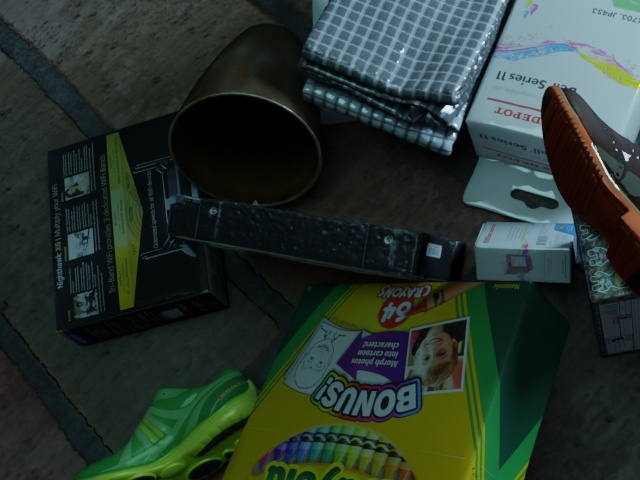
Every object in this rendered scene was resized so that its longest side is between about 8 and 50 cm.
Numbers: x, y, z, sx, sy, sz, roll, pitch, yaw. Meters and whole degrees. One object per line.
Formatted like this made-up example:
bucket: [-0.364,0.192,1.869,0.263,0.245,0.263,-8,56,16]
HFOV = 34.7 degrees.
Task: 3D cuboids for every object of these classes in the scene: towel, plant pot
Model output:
towel: [0.121,-0.283,1.396,0.235,0.121,0.283,23,61,6]
plant pot: [-0.091,-0.204,1.491,0.215,0.215,0.230,-6,46,16]

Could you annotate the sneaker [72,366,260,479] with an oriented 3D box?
sneaker: [-0.205,0.275,1.395,0.296,0.109,0.123,-29,41,6]

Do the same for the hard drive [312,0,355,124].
hard drive: [0.103,-0.358,1.565,0.233,0.047,0.353,-8,67,15]

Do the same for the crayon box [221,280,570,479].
crayon box: [0.077,0.205,1.207,0.363,0.106,0.313,-4,53,46]

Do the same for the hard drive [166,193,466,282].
hard drive: [0.000,0.000,1.348,0.339,0.237,0.064,10,90,20]

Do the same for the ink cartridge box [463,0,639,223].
ink cartridge box: [0.332,-0.200,1.384,0.207,0.119,0.353,18,76,22]

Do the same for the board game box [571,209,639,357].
board game box: [0.455,0.019,1.194,0.291,0.232,0.141,-11,65,13]

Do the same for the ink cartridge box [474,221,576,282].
ink cartridge box: [0.268,0.014,1.334,0.123,0.088,0.052,3,113,19]

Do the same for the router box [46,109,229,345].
router box: [-0.278,-0.020,1.535,0.243,0.081,0.308,-15,65,12]

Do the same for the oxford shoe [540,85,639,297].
oxford shoe: [0.327,-0.062,1.101,0.098,0.097,0.271,-19,65,-13]
